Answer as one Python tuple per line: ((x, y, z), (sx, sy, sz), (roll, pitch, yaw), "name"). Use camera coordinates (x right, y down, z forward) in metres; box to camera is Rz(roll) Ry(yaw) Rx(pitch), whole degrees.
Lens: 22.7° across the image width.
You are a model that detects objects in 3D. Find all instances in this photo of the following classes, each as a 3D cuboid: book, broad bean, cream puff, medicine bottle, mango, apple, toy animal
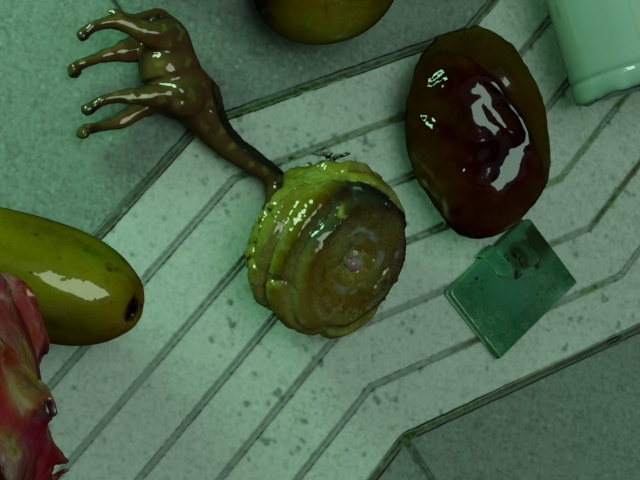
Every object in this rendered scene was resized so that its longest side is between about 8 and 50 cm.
((0.212, 0.050, 1.778), (0.135, 0.017, 0.103), (-41, 100, -22), "book")
((0.169, -0.116, 1.728), (0.156, 0.122, 0.228), (-12, 81, 2), "broad bean")
((0.000, 0.000, 1.631), (0.189, 0.129, 0.189), (-24, 125, -38), "cream puff")
((0.332, -0.329, 1.782), (0.190, 0.190, 0.332), (-15, 89, -23), "medicine bottle")
((-0.289, 0.029, 1.516), (0.253, 0.138, 0.113), (19, 92, -2), "mango")
((0.000, -0.283, 1.656), (0.147, 0.163, 0.146), (-17, 45, -13), "apple")
((-0.136, -0.127, 1.635), (0.230, 0.066, 0.224), (-6, 91, -27), "toy animal")

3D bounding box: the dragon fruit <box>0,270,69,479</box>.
((-0.378, 0.108, 1.358), (0.371, 0.386, 0.249), (28, 46, -4), "dragon fruit")
